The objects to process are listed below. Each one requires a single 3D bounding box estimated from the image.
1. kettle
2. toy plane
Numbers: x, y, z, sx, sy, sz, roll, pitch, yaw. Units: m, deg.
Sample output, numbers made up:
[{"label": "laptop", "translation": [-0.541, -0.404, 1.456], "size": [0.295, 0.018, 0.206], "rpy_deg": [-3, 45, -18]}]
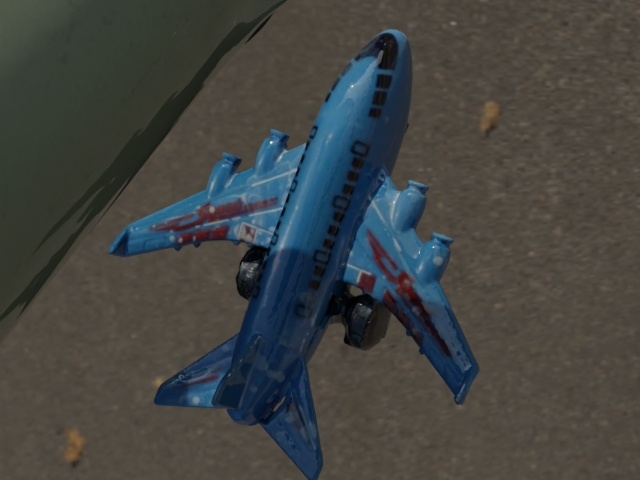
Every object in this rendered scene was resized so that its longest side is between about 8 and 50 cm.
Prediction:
[{"label": "kettle", "translation": [-0.179, -0.083, 0.564], "size": [0.265, 0.318, 0.205], "rpy_deg": [-7, 123, 31]}, {"label": "toy plane", "translation": [0.000, 0.000, 0.847], "size": [0.254, 0.105, 0.271], "rpy_deg": [22, 82, 23]}]
